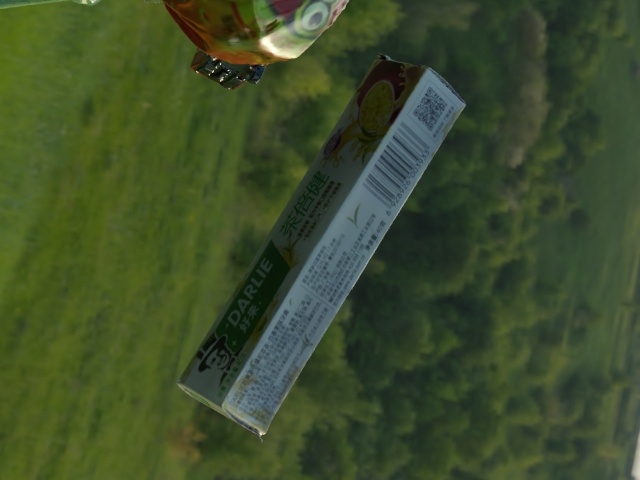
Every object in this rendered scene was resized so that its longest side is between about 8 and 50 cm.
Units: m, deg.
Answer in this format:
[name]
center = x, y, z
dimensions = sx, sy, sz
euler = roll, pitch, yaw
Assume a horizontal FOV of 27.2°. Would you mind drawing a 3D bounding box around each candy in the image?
[candy]
center = -0.084, -0.085, 0.455
dimensions = 0.060, 0.201, 0.060
euler = 0, 90, -66

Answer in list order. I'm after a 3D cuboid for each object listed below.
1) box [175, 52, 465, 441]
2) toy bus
[box]
center = 0.000, 0.000, 0.681
dimensions = 0.041, 0.050, 0.207
euler = 37, 80, -38
[toy bus]
center = -0.029, -0.113, 0.674
dimensions = 0.110, 0.031, 0.043
euler = -29, -139, 54
